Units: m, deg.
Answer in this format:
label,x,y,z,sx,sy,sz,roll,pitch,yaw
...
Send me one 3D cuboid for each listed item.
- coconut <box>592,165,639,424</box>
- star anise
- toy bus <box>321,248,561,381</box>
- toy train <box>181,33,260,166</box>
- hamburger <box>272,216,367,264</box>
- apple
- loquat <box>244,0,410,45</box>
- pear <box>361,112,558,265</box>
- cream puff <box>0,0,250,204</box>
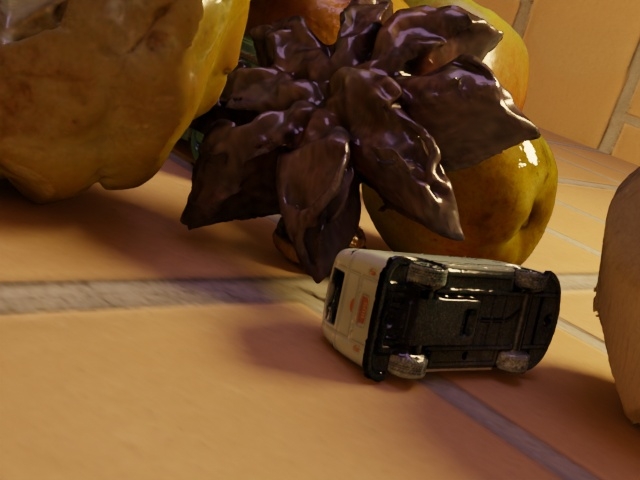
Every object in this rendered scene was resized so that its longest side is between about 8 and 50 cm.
label,x,y,z,sx,sy,sz,roll,pitch,yaw
coconut,0.324,0.049,0.672,0.245,0.247,0.245,-3,36,2
star anise,0.022,-0.110,0.776,0.331,0.332,0.117,26,-26,27
toy bus,0.091,0.050,0.669,0.194,0.087,0.089,4,11,-38
toy train,-0.124,-0.177,1.089,0.129,0.159,0.326,7,17,-42
hamburger,0.000,0.000,0.813,0.083,0.044,0.076,11,15,-29
apple,0.242,-0.326,1.752,0.338,0.305,0.338,17,13,-4
loquat,0.010,-0.223,1.229,0.276,0.276,0.284,8,-3,-34
pear,0.138,-0.054,0.892,0.200,0.200,0.200,17,15,-5
cream puff,-0.205,-0.194,0.741,0.291,0.324,0.257,-12,-3,-3
